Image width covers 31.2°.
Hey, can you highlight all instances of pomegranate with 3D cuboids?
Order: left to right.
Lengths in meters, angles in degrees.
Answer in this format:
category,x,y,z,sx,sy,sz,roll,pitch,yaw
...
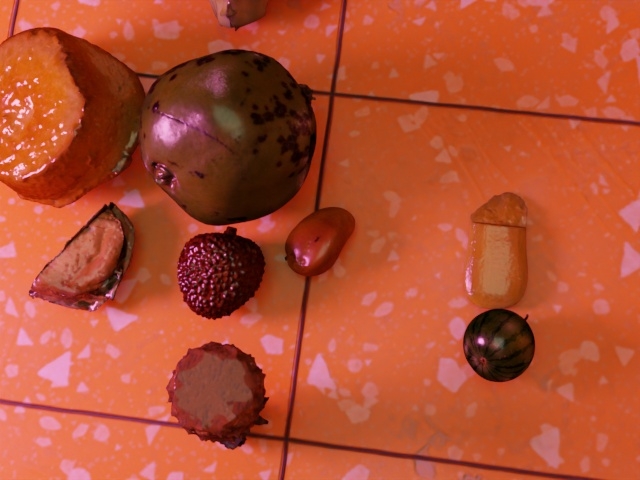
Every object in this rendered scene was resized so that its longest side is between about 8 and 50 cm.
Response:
category,x,y,z,sx,sy,sz,roll,pitch,yaw
pomegranate,-0.114,-0.146,1.559,0.270,0.254,0.254,-26,77,-26

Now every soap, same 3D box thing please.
category,x,y,z,sx,sy,sz,roll,pitch,yaw
soap,0.243,0.012,1.592,0.089,0.033,0.169,1,79,3

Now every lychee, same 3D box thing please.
category,x,y,z,sx,sy,sz,roll,pitch,yaw
lychee,-0.139,0.045,1.586,0.123,0.123,0.129,11,110,8

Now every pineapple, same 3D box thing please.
category,x,y,z,sx,sy,sz,roll,pitch,yaw
pineapple,-0.125,0.208,1.487,0.128,0.248,0.128,-1,74,2

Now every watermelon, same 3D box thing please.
category,x,y,z,sx,sy,sz,roll,pitch,yaw
watermelon,0.240,0.139,1.540,0.108,0.109,0.109,-1,80,6

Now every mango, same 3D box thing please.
category,x,y,z,sx,sy,sz,roll,pitch,yaw
mango,0.000,0.000,1.605,0.114,0.060,0.080,-42,63,0

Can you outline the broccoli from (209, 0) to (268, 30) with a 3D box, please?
category,x,y,z,sx,sy,sz,roll,pitch,yaw
broccoli,-0.127,-0.460,1.597,0.334,0.272,0.324,33,83,42

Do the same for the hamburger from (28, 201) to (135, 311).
category,x,y,z,sx,sy,sz,roll,pitch,yaw
hamburger,-0.319,0.041,1.624,0.102,0.087,0.176,42,78,-1

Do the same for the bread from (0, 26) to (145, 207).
category,x,y,z,sx,sy,sz,roll,pitch,yaw
bread,-0.382,-0.173,1.615,0.268,0.145,0.269,-7,75,25
